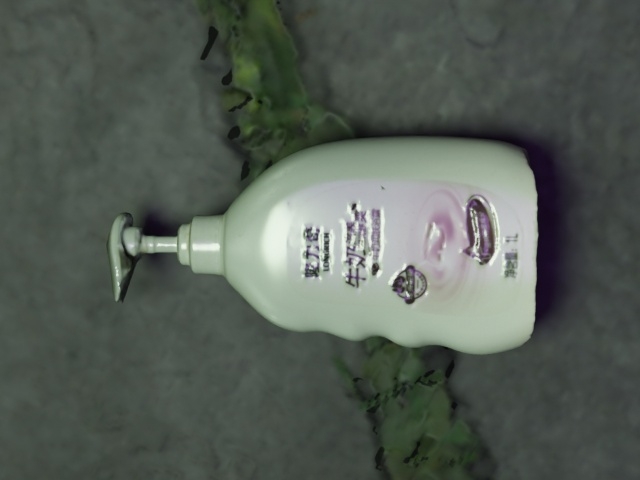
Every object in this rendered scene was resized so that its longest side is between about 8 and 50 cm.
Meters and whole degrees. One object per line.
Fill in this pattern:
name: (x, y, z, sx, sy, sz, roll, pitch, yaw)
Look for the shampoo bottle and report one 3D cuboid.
shampoo bottle: (0.000, 0.000, 0.624, 0.152, 0.045, 0.077, 2, 101, 4)
